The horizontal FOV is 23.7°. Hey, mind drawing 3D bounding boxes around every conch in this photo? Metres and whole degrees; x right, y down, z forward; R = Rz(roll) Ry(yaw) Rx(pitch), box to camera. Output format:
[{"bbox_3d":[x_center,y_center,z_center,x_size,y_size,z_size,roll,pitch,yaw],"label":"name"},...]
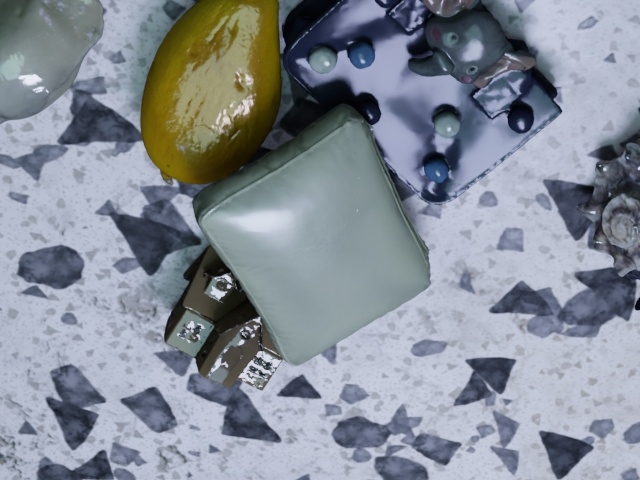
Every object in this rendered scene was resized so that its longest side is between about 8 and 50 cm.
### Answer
[{"bbox_3d":[0.461,-0.010,2.042,0.241,0.186,0.313,10,147,29],"label":"conch"}]

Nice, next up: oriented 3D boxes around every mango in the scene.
[{"bbox_3d":[-0.137,-0.198,1.979,0.176,0.119,0.316,22,118,-1],"label":"mango"}]

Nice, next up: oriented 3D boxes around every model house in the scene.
[{"bbox_3d":[-0.089,0.071,2.143,0.181,0.176,0.248,28,104,-13],"label":"model house"}]

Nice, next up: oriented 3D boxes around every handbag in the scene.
[{"bbox_3d":[0.139,-0.224,1.952,0.269,0.118,0.326,-39,115,24],"label":"handbag"}]

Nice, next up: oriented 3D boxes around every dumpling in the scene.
[{"bbox_3d":[-0.397,-0.254,1.940,0.258,0.147,0.193,-31,111,13],"label":"dumpling"}]

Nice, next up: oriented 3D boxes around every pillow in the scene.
[{"bbox_3d":[0.000,0.000,1.996,0.255,0.120,0.322,-31,131,-4],"label":"pillow"}]

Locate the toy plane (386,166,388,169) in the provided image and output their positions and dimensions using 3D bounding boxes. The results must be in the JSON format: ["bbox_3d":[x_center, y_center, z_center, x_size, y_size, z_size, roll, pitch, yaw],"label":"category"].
[{"bbox_3d":[0.052,-0.098,2.088,0.084,0.024,0.078,-7,122,0],"label":"toy plane"}]
